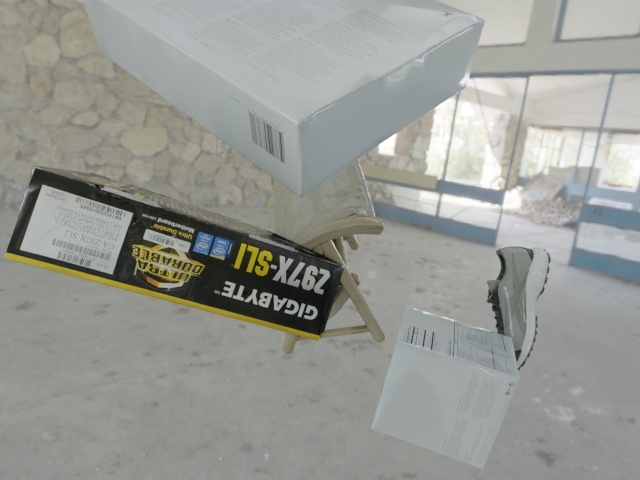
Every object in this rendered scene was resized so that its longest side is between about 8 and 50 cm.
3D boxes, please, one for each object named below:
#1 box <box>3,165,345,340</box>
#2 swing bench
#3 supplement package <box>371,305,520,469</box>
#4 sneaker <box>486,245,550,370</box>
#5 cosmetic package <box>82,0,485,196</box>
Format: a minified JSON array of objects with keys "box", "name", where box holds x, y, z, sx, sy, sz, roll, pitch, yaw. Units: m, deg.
[{"box":[-0.149,0.000,0.529,0.257,0.079,0.322,17,1,-20],"name":"box"},{"box":[0.000,0.000,0.785,0.165,0.255,0.253,-7,39,-1],"name":"swing bench"},{"box":[0.221,0.258,0.875,0.203,0.194,0.149,16,21,11],"name":"supplement package"},{"box":[0.386,0.141,0.988,0.108,0.272,0.100,11,-7,8],"name":"sneaker"},{"box":[-0.051,-0.240,0.571,0.284,0.097,0.377,-37,60,-27],"name":"cosmetic package"}]
